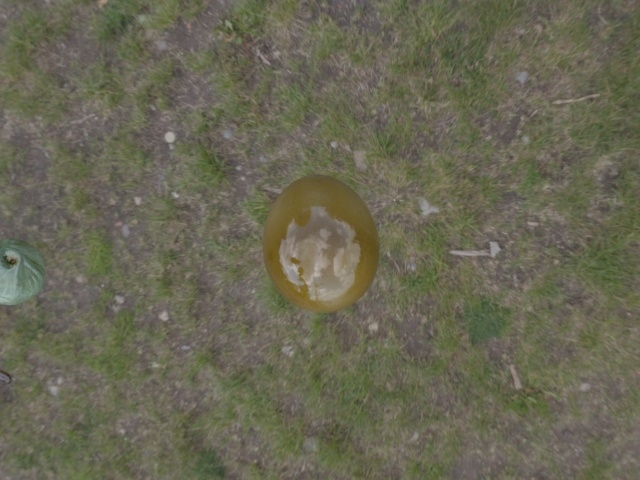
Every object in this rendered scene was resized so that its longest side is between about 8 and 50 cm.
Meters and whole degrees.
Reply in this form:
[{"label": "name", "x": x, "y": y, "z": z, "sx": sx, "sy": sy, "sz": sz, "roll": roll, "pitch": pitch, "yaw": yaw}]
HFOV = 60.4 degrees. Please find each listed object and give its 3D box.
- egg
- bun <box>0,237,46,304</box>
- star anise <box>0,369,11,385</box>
[{"label": "egg", "x": 0.000, "y": 0.000, "z": 1.186, "sx": 0.250, "sy": 0.250, "sz": 0.323, "roll": -11, "pitch": 56, "yaw": 8}, {"label": "bun", "x": -0.843, "y": 0.074, "z": 1.493, "sx": 0.195, "sy": 0.195, "sz": 0.118, "roll": 38, "pitch": 130, "yaw": 3}, {"label": "star anise", "x": -0.602, "y": 0.140, "z": 0.679, "sx": 0.349, "sy": 0.292, "sz": 0.109, "roll": 19, "pitch": 100, "yaw": 3}]
